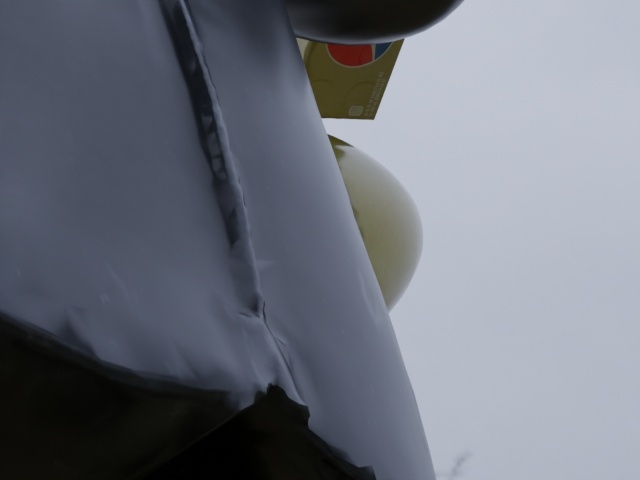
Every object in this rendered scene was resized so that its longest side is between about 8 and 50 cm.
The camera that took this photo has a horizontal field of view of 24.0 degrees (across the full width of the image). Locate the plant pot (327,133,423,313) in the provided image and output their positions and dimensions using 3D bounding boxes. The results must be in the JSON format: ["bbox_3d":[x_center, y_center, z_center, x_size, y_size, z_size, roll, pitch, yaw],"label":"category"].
[{"bbox_3d":[0.000,0.000,0.804,0.134,0.134,0.095,-27,-12,41],"label":"plant pot"}]

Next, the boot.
[{"bbox_3d":[-0.022,-0.055,0.570,0.367,0.445,0.146,20,-56,-34],"label":"boot"}]

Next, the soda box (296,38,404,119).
[{"bbox_3d":[0.022,-0.158,0.853,0.061,0.058,0.181,0,-51,-28],"label":"soda box"}]
